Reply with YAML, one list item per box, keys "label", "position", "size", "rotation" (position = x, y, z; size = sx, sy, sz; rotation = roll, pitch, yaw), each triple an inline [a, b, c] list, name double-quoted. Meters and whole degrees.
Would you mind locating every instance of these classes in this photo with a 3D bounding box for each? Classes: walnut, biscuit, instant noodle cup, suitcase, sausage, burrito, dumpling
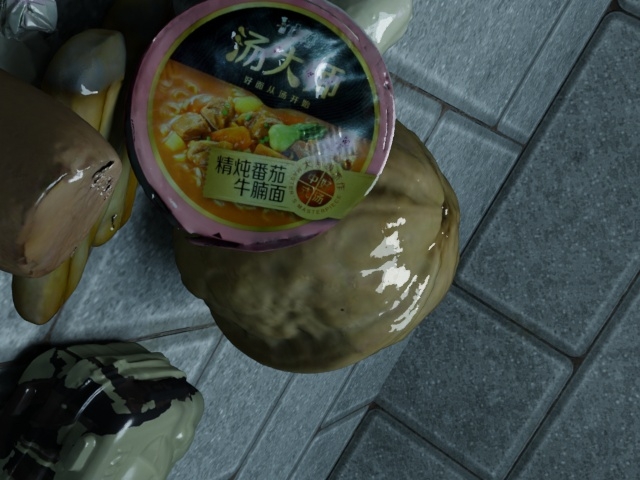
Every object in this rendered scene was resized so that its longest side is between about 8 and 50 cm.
- label: "walnut"
  position: [0.000, 0.000, 1.151]
  size: [0.381, 0.381, 0.381]
  rotation: [-48, 159, -25]
- label: "biscuit"
  position: [-0.217, -0.086, 0.841]
  size: [0.237, 0.062, 0.290]
  rotation: [-71, -179, -55]
- label: "instant noodle cup"
  position: [-0.062, -0.136, 0.874]
  size: [0.244, 0.244, 0.255]
  rotation: [-61, -167, 13]
- label: "suitcase"
  position: [-0.299, 0.305, 1.163]
  size: [0.351, 0.194, 0.339]
  rotation: [-58, 164, 5]
- label: "sausage"
  position: [-0.252, -0.066, 0.593]
  size: [0.123, 0.253, 0.123]
  rotation: [-52, 160, -28]
- label: "burrito"
  position: [-0.262, -0.130, 0.763]
  size: [0.064, 0.064, 0.203]
  rotation: [-35, 153, -47]
- label: "dumpling"
  position: [0.039, -0.285, 1.126]
  size: [0.132, 0.162, 0.250]
  rotation: [33, 100, -28]
